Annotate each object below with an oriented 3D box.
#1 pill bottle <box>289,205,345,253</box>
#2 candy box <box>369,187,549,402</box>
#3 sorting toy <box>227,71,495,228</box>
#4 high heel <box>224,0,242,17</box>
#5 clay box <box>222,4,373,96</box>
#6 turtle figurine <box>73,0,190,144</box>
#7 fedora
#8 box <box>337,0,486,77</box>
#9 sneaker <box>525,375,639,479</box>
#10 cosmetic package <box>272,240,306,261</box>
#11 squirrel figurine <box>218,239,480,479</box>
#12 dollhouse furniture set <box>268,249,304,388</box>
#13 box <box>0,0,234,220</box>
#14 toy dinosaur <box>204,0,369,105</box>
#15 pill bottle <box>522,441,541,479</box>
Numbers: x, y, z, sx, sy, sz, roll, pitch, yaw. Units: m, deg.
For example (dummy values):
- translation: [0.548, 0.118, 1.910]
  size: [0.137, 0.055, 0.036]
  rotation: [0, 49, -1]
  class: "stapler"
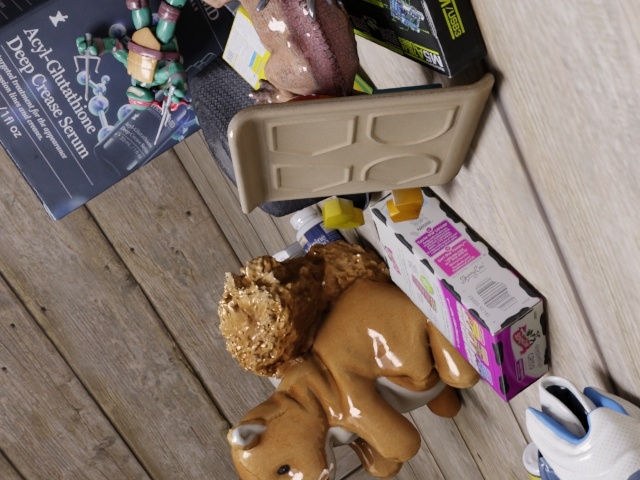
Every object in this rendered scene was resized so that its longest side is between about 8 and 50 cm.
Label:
- translation: [0.000, 0.000, 1.737]
  size: [0.120, 0.067, 0.067]
  rotation: [53, 169, 15]
  class: "pill bottle"
- translation: [0.162, 0.056, 1.155]
  size: [0.233, 0.071, 0.159]
  rotation: [48, 167, 36]
  class: "candy box"
- translation: [0.032, -0.076, 0.957]
  size: [0.307, 0.229, 0.041]
  rotation: [92, 168, -72]
  class: "sorting toy"
- translation: [-0.176, -0.388, 1.218]
  size: [0.261, 0.093, 0.186]
  rotation: [51, -179, -44]
  class: "high heel"
- translation: [-0.012, -0.179, 1.163]
  size: [0.222, 0.053, 0.127]
  rotation: [44, 160, 1]
  class: "clay box"
- translation: [-0.248, -0.263, 1.383]
  size: [0.175, 0.234, 0.118]
  rotation: [16, -162, 9]
  class: "turtle figurine"
- translation: [-0.071, -0.153, 1.360]
  size: [0.334, 0.152, 0.334]
  rotation: [53, 169, 15]
  class: "fedora"
- translation: [0.047, -0.245, 0.842]
  size: [0.191, 0.045, 0.184]
  rotation: [40, 163, 55]
  class: "box"
- translation: [0.291, 0.244, 1.049]
  size: [0.323, 0.130, 0.236]
  rotation: [125, 121, -84]
  class: "sneaker"
- translation: [0.006, 0.106, 1.847]
  size: [0.085, 0.117, 0.231]
  rotation: [-32, 90, 43]
  class: "cosmetic package"
- translation: [-0.007, 0.206, 1.547]
  size: [0.397, 0.370, 0.281]
  rotation: [55, 170, 10]
  class: "squirrel figurine"
- translation: [-0.053, 0.141, 1.737]
  size: [0.129, 0.129, 0.183]
  rotation: [-31, 96, 43]
  class: "dollhouse furniture set"
- translation: [-0.339, -0.277, 1.524]
  size: [0.212, 0.395, 0.293]
  rotation: [40, 162, 53]
  class: "box"
- translation: [-0.018, -0.195, 0.855]
  size: [0.295, 0.127, 0.200]
  rotation: [54, 164, -27]
  class: "toy dinosaur"
- translation: [0.309, 0.312, 1.282]
  size: [0.116, 0.065, 0.065]
  rotation: [61, 169, -28]
  class: "pill bottle"
